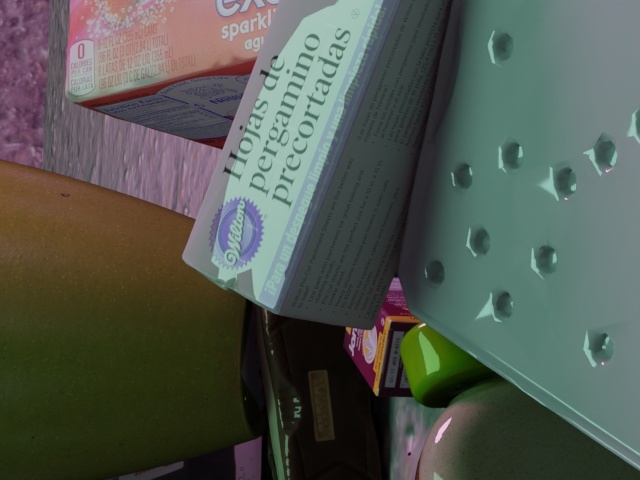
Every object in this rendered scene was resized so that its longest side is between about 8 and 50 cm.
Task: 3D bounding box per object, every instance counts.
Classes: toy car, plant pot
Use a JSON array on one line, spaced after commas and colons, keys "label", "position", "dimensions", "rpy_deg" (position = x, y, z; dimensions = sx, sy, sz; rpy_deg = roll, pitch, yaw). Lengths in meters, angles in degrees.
[{"label": "toy car", "position": [0.106, 0.129, 0.792], "dimensions": [0.188, 0.149, 0.155], "rpy_deg": [103, 154, -62]}, {"label": "plant pot", "position": [-0.182, 0.067, 1.264], "dimensions": [0.275, 0.294, 0.274], "rpy_deg": [2, -90, -78]}]

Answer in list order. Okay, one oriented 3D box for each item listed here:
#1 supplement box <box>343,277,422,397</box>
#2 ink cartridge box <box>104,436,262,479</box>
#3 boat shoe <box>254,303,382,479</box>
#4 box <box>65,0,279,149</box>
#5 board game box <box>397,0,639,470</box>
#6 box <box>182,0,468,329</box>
[{"label": "supplement box", "position": [0.049, 0.062, 1.129], "dimensions": [0.083, 0.043, 0.055], "rpy_deg": [-128, 44, -66]}, {"label": "ink cartridge box", "position": [-0.167, 0.195, 1.474], "dimensions": [0.129, 0.223, 0.307], "rpy_deg": [140, 132, -74]}, {"label": "boat shoe", "position": [-0.006, 0.083, 1.224], "dimensions": [0.095, 0.095, 0.257], "rpy_deg": [159, 114, -78]}, {"label": "box", "position": [0.032, -0.139, 0.831], "dimensions": [0.300, 0.154, 0.142], "rpy_deg": [-9, 75, 40]}, {"label": "board game box", "position": [0.188, -0.086, 0.501], "dimensions": [0.390, 0.050, 0.390], "rpy_deg": [34, 118, 49]}, {"label": "box", "position": [0.040, -0.125, 0.679], "dimensions": [0.063, 0.067, 0.324], "rpy_deg": [27, 100, 40]}]
